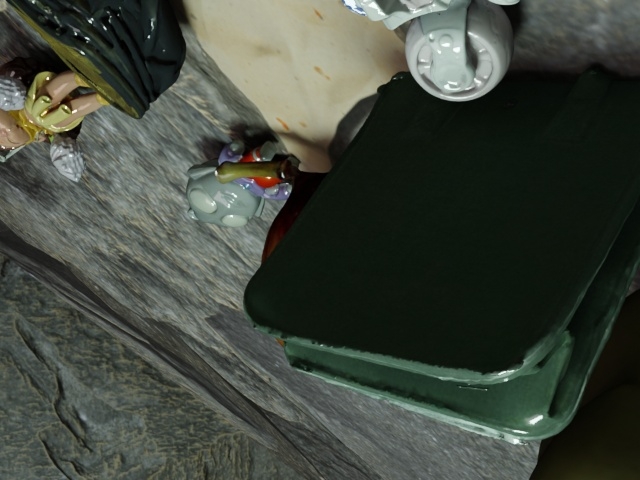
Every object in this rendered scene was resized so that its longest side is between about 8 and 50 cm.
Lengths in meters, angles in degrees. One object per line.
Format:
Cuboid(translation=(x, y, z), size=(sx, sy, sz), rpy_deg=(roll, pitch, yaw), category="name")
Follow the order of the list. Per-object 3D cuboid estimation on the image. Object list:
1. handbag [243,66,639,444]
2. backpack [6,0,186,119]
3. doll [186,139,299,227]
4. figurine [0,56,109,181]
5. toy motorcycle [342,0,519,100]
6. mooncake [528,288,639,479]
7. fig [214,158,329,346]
Cuboid(translation=(0.098, -0.011, 0.668), size=(0.247, 0.260, 0.079), rpy_deg=(8, 147, 45), category="handbag")
Cuboid(translation=(-0.235, -0.243, 0.917), size=(0.258, 0.133, 0.206), rpy_deg=(36, 168, 22), category="backpack")
Cuboid(translation=(-0.100, -0.060, 1.136), size=(0.102, 0.075, 0.227), rpy_deg=(36, 149, -21), category="doll")
Cuboid(translation=(-0.354, -0.168, 1.259), size=(0.240, 0.116, 0.175), rpy_deg=(2, 141, 48), category="figurine")
Cuboid(translation=(0.058, -0.193, 0.606), size=(0.112, 0.112, 0.254), rpy_deg=(13, 148, 48), category="toy motorcycle")
Cuboid(translation=(0.252, 0.275, 0.760), size=(0.262, 0.467, 0.467), rpy_deg=(29, 157, 14), category="mooncake")
Cuboid(translation=(0.017, 0.000, 0.972), size=(0.204, 0.186, 0.250), rpy_deg=(109, 141, -81), category="fig")
